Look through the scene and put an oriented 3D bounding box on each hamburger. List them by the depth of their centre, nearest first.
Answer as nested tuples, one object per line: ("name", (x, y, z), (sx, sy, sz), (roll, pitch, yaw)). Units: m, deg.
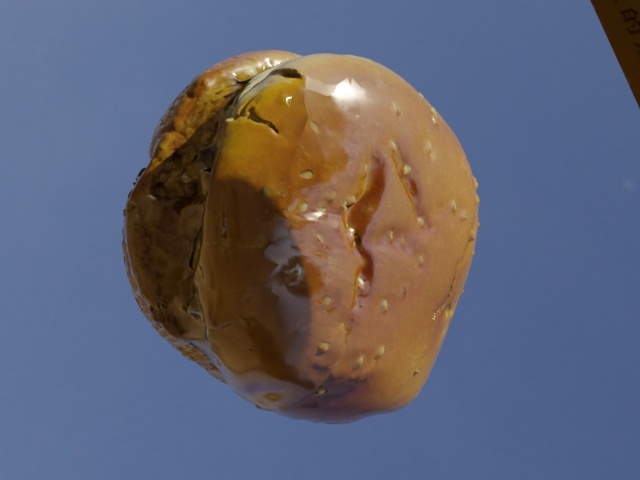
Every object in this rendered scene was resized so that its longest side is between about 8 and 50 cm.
("hamburger", (0.000, 0.000, 1.452), (0.170, 0.314, 0.290), (5, -106, 44))

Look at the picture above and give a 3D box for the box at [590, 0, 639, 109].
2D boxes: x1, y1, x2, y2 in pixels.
("box", (0.313, -0.185, 1.055), (0.415, 0.116, 0.264), (-8, -70, 64))
